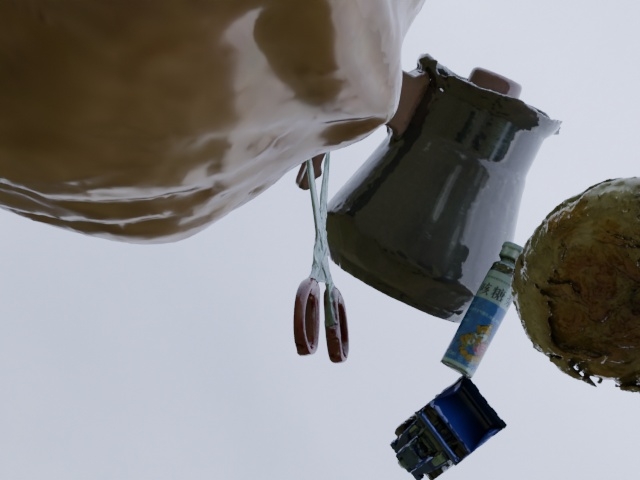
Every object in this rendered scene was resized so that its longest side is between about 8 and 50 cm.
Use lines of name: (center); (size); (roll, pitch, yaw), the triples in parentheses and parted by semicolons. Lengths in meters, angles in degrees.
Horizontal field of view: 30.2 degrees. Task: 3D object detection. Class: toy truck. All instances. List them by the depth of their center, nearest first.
toy truck: (0.198, 0.319, 1.953); (0.113, 0.126, 0.208); (52, -45, 12)

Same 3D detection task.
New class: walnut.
walnut: (-0.100, -0.159, 0.533); (0.344, 0.306, 0.306); (42, -38, 14)

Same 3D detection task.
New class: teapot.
teapot: (0.159, -0.100, 1.786); (0.376, 0.361, 0.305); (23, 7, -20)

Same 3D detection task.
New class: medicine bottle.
medicine bottle: (0.227, 0.094, 1.606); (0.051, 0.191, 0.051); (28, -12, 6)

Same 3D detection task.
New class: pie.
pie: (0.307, 0.052, 1.112); (0.274, 0.055, 0.274); (12, -45, 12)

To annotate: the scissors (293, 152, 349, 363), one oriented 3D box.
scissors: (0.000, 0.000, 1.226); (0.017, 0.144, 0.247); (-5, -101, 18)
